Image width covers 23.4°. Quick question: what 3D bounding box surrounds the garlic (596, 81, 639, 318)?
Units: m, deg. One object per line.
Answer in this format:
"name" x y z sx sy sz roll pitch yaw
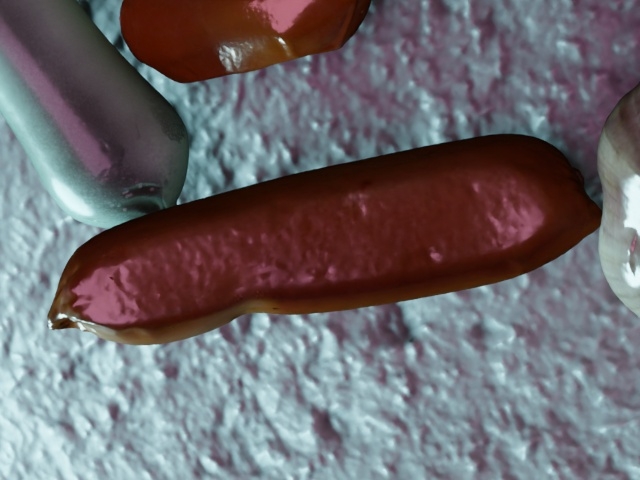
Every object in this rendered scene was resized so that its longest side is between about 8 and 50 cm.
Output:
"garlic" 0.248 -0.018 0.828 0.245 0.253 0.245 6 102 28

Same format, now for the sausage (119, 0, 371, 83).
"sausage" -0.045 -0.148 0.997 0.179 0.089 0.089 -4 103 28

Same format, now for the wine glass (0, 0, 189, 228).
"wine glass" -0.145 -0.067 1.025 0.103 0.103 0.231 -31 105 26

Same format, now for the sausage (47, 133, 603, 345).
"sausage" 0.000 0.000 0.955 0.348 0.097 0.094 -10 84 -3
